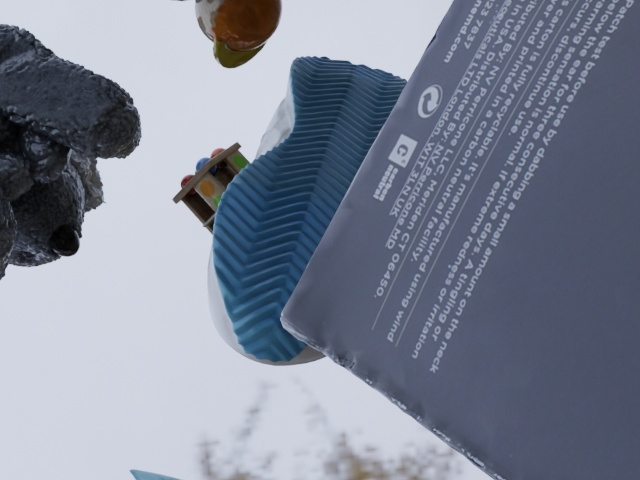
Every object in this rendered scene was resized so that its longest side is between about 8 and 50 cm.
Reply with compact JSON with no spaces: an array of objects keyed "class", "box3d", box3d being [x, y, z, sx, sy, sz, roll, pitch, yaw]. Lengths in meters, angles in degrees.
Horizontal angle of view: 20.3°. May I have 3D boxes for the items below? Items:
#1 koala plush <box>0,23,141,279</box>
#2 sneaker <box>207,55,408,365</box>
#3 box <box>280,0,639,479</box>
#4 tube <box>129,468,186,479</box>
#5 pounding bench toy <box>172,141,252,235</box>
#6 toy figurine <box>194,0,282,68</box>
[{"class":"koala plush","box3d":[-0.257,-0.054,1.478,0.196,0.203,0.221,-45,-24,-14]},{"class":"sneaker","box3d":[0.000,0.000,0.801,0.229,0.087,0.092,-69,-7,-61]},{"class":"box","box3d":[0.220,0.066,0.626,0.343,0.312,0.179,27,-85,-36]},{"class":"tube","box3d":[-0.067,0.243,1.525,0.207,0.080,0.052,27,-88,-36]},{"class":"pounding bench toy","box3d":[-0.068,-0.043,1.432,0.065,0.052,0.083,48,-144,2]},{"class":"toy figurine","box3d":[-0.021,-0.209,0.926,0.213,0.209,0.148,-43,-100,-10]}]
